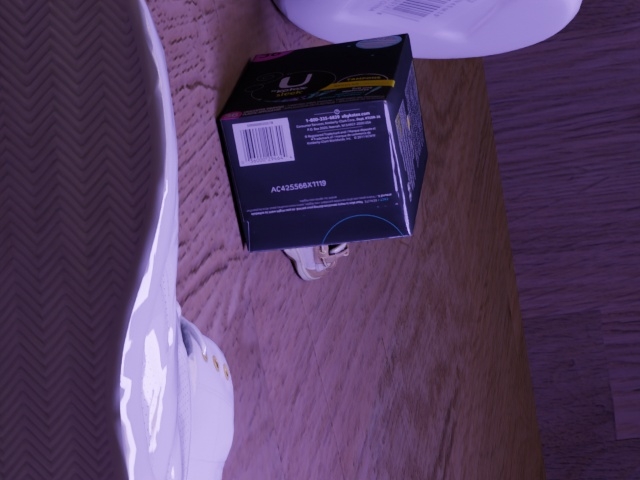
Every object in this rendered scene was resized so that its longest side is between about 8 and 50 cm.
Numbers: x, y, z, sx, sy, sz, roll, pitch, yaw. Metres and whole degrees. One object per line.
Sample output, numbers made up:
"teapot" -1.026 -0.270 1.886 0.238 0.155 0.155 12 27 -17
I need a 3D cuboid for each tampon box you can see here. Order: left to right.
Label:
"tampon box" 0.006 -0.073 1.412 0.161 0.120 0.101 -73 155 -67

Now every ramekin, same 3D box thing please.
"ramekin" 0.086 -0.246 1.577 0.277 0.277 0.135 53 39 -70

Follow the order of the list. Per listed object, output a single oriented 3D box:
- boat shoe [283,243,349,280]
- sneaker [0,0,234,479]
"boat shoe" 0.000 0.000 1.535 0.135 0.045 0.050 43 41 -74
"sneaker" -0.100 0.023 0.851 0.169 0.108 0.292 -39 131 -80
